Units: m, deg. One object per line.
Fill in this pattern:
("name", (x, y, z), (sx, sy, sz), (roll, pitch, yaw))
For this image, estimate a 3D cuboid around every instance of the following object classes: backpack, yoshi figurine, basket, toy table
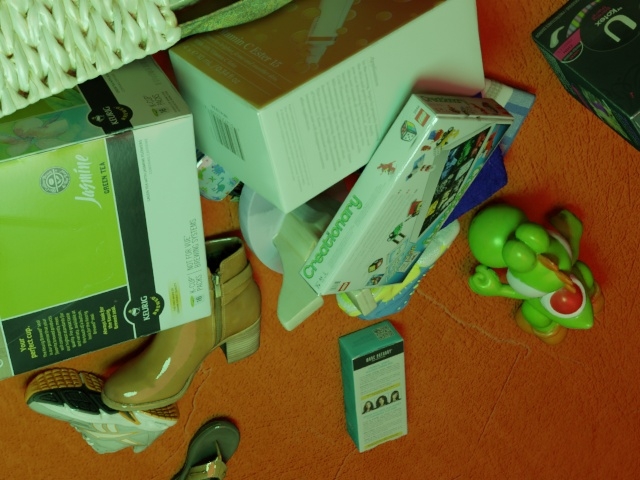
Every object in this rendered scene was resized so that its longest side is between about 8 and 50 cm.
("backpack", (-0.151, -0.119, 1.733), (0.114, 0.084, 0.105), (-50, 135, 8))
("yoshi figurine", (0.361, 0.039, 2.122), (0.203, 0.203, 0.362), (-3, 156, 23))
("basket", (-0.349, -0.315, 1.268), (0.266, 0.331, 0.328), (-24, 113, -18))
("toy table", (0.000, 0.000, 1.820), (0.252, 0.161, 0.274), (-46, 147, 1))

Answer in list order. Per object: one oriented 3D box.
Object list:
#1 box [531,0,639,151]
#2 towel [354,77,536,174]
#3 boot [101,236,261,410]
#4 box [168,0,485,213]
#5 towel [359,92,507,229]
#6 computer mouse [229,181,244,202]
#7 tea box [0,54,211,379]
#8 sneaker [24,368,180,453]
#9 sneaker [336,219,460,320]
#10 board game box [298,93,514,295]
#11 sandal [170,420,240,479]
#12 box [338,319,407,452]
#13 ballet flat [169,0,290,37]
("box", (0.473, -0.261, 1.850), (0.165, 0.270, 0.143), (-42, 134, 4))
("towel", (0.187, -0.173, 1.918), (0.285, 0.034, 0.209), (10, 118, -35))
("boot", (-0.216, 0.125, 1.863), (0.284, 0.109, 0.220), (-20, 133, -18))
("box", (0.014, -0.223, 1.612), (0.345, 0.215, 0.168), (-33, 134, -22))
("towel", (0.164, -0.141, 1.854), (0.228, 0.076, 0.308), (-31, 133, -6))
("computer mouse", (-0.072, -0.134, 1.798), (0.106, 0.042, 0.193), (4, 127, -26))
("tea box", (-0.336, -0.038, 1.597), (0.324, 0.220, 0.329), (-16, 130, -19))
("sneaker", (-0.352, 0.284, 1.922), (0.262, 0.099, 0.121), (19, 118, -37))
("sneaker", (0.133, 0.046, 2.036), (0.240, 0.091, 0.126), (-35, 152, -2))
("board game box", (0.116, -0.059, 1.655), (0.193, 0.053, 0.305), (-5, 134, -51))
("sandal", (-0.203, 0.402, 2.116), (0.090, 0.060, 0.219), (23, 111, -39))
("box", (0.095, 0.261, 2.178), (0.101, 0.060, 0.244), (-19, 131, -16))
("ballet flat", (-0.148, -0.324, 1.545), (0.349, 0.123, 0.123), (-23, 132, -9))
